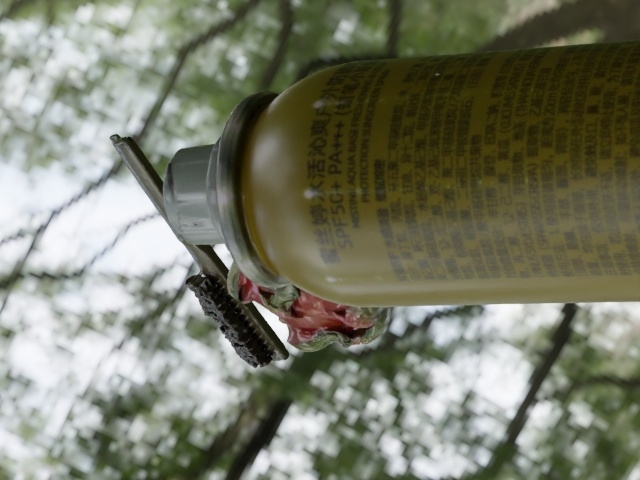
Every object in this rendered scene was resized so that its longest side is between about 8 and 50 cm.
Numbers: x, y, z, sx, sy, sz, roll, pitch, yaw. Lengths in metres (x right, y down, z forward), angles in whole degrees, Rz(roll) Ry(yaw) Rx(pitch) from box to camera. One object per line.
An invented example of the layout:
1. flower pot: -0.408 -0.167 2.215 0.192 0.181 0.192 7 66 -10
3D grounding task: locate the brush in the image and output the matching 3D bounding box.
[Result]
1. brush: -0.110 0.013 1.672 0.043 0.036 0.248 3 132 57

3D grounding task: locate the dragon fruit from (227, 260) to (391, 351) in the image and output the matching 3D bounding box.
1. dragon fruit: 0.000 0.000 1.485 0.166 0.172 0.160 40 -151 22

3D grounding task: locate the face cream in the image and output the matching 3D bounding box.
1. face cream: 0.097 -0.026 0.770 0.349 0.105 0.105 -2 -176 26
